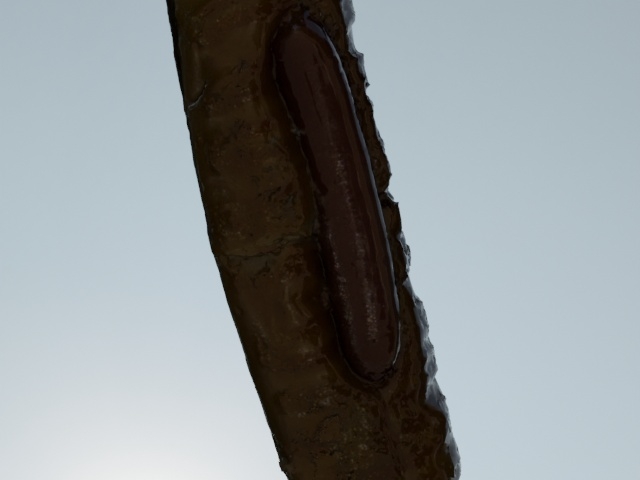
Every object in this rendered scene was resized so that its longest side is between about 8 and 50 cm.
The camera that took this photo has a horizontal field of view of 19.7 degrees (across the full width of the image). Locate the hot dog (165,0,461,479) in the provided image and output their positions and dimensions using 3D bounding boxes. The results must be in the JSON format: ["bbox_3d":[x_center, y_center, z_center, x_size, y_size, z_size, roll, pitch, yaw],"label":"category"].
[{"bbox_3d":[0.000,0.000,0.550,0.066,0.047,0.215,-21,-74,-32],"label":"hot dog"}]
